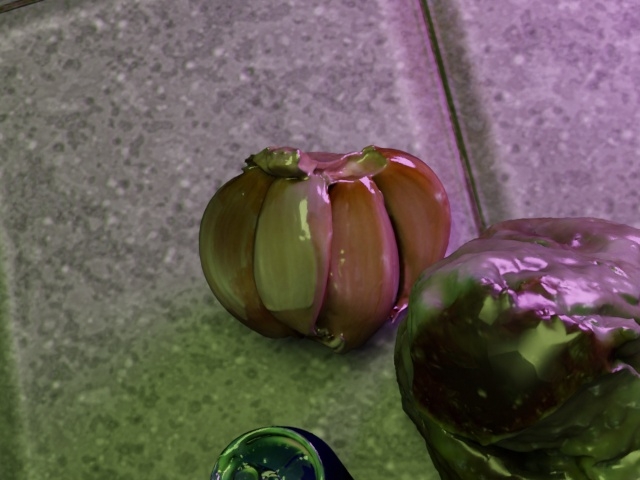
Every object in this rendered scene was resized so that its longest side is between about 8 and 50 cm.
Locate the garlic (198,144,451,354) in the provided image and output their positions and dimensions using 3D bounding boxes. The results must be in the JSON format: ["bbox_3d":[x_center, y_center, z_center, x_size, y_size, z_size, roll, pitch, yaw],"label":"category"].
[{"bbox_3d":[0.000,0.000,1.603,0.160,0.214,0.191,8,103,40],"label":"garlic"}]

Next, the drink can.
[{"bbox_3d":[-0.019,0.231,1.469,0.118,0.205,0.118,-5,64,11],"label":"drink can"}]

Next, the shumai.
[{"bbox_3d":[0.192,0.078,1.455,0.309,0.263,0.304,21,74,22],"label":"shumai"}]
